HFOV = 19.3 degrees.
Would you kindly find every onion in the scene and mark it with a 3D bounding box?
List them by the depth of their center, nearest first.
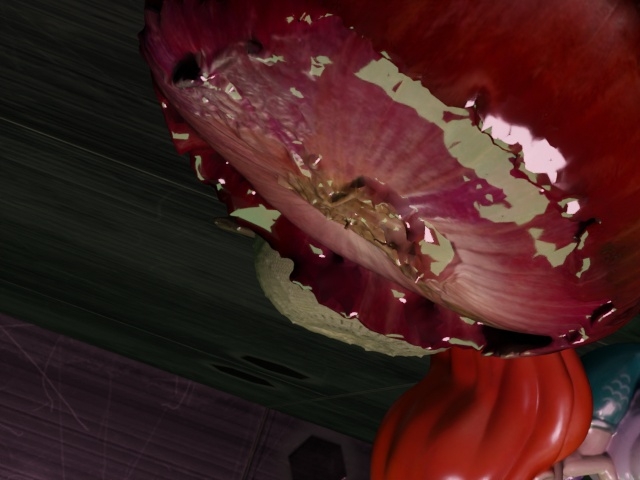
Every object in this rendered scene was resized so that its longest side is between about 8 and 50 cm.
[{"bbox_3d":[0.038,-0.058,0.728,0.248,0.161,0.248,14,159,6],"label":"onion"}]

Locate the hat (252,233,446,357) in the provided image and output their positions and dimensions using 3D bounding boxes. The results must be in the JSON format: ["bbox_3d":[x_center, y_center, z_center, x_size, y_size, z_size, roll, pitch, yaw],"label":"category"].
[{"bbox_3d":[0.033,-0.005,1.069,0.257,0.130,0.257,18,170,3],"label":"hat"}]

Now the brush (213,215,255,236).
[{"bbox_3d":[0.000,0.000,1.434,0.190,0.027,0.034,18,176,-41],"label":"brush"}]

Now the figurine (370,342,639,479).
[{"bbox_3d":[0.153,0.122,1.285,0.257,0.208,0.181,-5,-139,-22],"label":"figurine"}]
